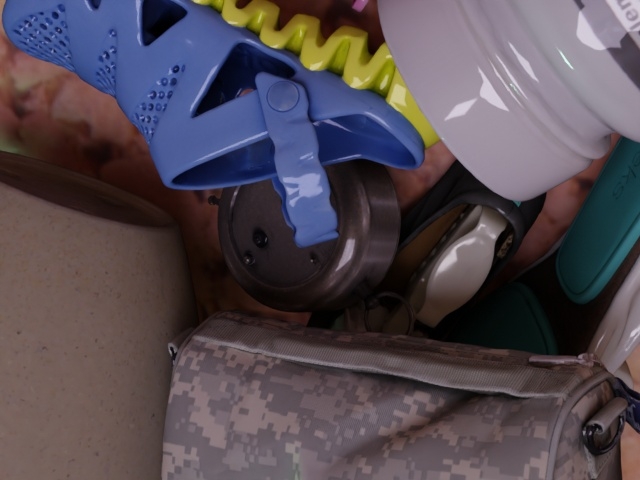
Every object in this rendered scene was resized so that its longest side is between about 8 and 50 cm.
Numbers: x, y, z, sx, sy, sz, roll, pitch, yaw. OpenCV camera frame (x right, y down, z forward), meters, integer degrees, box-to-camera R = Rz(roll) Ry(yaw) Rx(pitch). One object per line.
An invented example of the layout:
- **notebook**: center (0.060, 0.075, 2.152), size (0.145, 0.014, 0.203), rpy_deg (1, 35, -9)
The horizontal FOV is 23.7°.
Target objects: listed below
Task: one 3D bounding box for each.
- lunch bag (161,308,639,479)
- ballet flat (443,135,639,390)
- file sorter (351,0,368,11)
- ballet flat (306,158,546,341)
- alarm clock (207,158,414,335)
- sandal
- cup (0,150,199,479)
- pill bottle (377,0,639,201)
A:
- **lunch bag**: center (0.050, 0.179, 0.995), size (0.305, 0.212, 0.256), rpy_deg (8, 121, 26)
- **ballet flat**: center (0.201, 0.058, 1.093), size (0.139, 0.139, 0.400), rpy_deg (31, 120, -8)
- **file sorter**: center (-0.059, -0.277, 0.863), size (0.291, 0.202, 0.182), rpy_deg (26, 110, -5)
- **ballet flat**: center (0.061, 0.044, 1.116), size (0.095, 0.096, 0.280), rpy_deg (30, 122, -9)
- **alarm clock**: center (0.000, 0.000, 1.072), size (0.192, 0.064, 0.129), rpy_deg (48, 113, 20)
- **sandal**: center (-0.075, -0.095, 1.000), size (0.317, 0.138, 0.126), rpy_deg (21, 164, 15)
- **cup**: center (-0.217, 0.071, 1.087), size (0.331, 0.331, 0.237), rpy_deg (19, 98, -2)
- **pill bottle**: center (0.224, -0.183, 0.888), size (0.361, 0.204, 0.204), rpy_deg (-32, 111, 26)
